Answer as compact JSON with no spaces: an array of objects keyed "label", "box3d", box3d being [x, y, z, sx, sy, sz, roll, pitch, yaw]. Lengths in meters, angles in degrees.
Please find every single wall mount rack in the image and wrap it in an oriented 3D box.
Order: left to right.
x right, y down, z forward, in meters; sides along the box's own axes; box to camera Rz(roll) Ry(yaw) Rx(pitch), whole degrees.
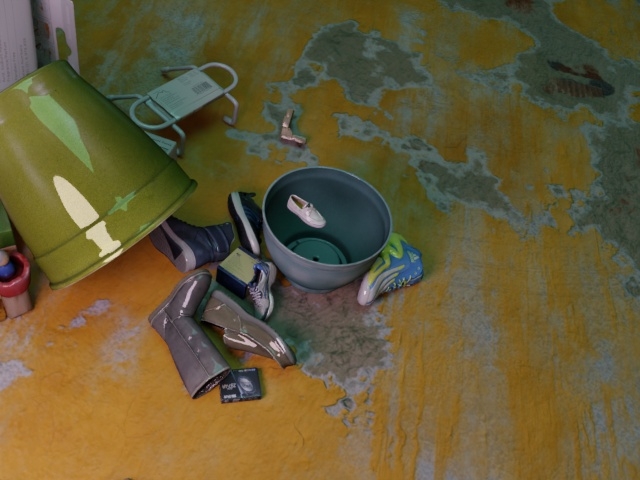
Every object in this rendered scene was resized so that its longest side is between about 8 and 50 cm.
[{"label":"wall mount rack","box3d":[-0.405,-0.388,1.818,0.304,0.131,0.350,40,54,14]}]

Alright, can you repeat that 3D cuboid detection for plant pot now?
[{"label":"plant pot","box3d":[-0.499,-0.153,1.336,0.366,0.366,0.353,-48,112,-37]},{"label":"plant pot","box3d":[0.000,0.000,1.540,0.292,0.196,0.293,7,49,-8]}]

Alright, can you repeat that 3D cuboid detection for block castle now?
[{"label":"block castle","box3d":[-0.793,-0.027,1.371,0.302,0.213,0.453,-16,57,-24]}]

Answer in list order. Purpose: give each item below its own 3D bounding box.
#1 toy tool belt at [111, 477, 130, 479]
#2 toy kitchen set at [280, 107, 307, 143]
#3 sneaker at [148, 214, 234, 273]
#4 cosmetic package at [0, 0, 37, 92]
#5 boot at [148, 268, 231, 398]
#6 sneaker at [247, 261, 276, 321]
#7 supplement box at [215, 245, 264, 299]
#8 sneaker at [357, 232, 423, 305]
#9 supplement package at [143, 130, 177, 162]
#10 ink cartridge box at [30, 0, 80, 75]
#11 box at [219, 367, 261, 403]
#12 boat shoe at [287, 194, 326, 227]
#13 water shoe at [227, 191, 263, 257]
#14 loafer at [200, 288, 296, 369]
[{"label":"toy tool belt","box3d":[-0.372,0.455,1.184,0.083,0.052,0.051,-19,26,-29]},{"label":"toy kitchen set","box3d":[-0.067,-0.322,1.878,0.075,0.083,0.068,16,8,0]},{"label":"sneaker","box3d":[-0.302,-0.018,1.565,0.163,0.086,0.226,-19,49,-36]},{"label":"cosmetic package","box3d":[-0.906,-0.497,1.479,0.329,0.328,0.393,19,29,26]},{"label":"boot","box3d":[-0.249,0.189,1.369,0.208,0.190,0.076,49,13,33]},{"label":"sneaker","box3d":[-0.138,0.113,1.477,0.058,0.052,0.136,12,78,-49]},{"label":"supplement box","box3d":[-0.182,0.074,1.529,0.083,0.056,0.083,33,52,14]},{"label":"sneaker","box3d":[0.179,0.079,1.586,0.126,0.091,0.240,25,49,8]},{"label":"supplement package","box3d":[-0.438,-0.167,1.637,0.105,0.105,0.179,19,49,6]},{"label":"ink cartridge box","box3d":[-0.787,-0.585,1.767,0.384,0.308,0.091,24,48,7]},{"label":"box","box3d":[-0.167,0.299,1.372,0.083,0.018,0.067,-2,51,-15]},{"label":"boat shoe","box3d":[-0.029,-0.065,1.434,0.100,0.035,0.035,37,52,18]},{"label":"water shoe","box3d":[-0.165,-0.047,1.623,0.080,0.073,0.203,-9,54,-22]},{"label":"loafer","box3d":[-0.157,0.204,1.419,0.251,0.094,0.087,33,76,26]}]
